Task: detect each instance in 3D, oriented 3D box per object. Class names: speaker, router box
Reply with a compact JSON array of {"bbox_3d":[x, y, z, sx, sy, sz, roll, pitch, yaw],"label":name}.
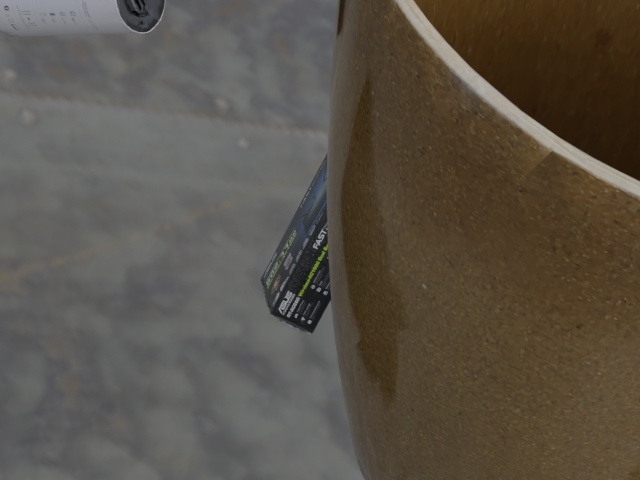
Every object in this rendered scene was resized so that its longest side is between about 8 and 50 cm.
[{"bbox_3d":[-0.180,-0.177,1.328,0.136,0.055,0.055,3,16,37],"label":"speaker"},{"bbox_3d":[0.000,0.000,1.395,0.038,0.122,0.092,26,12,-13],"label":"router box"}]

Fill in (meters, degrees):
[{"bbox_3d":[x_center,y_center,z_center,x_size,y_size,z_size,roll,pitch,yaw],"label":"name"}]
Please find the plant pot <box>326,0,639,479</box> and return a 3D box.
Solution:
[{"bbox_3d":[0.097,-0.003,0.618,0.237,0.254,0.237,9,48,-10],"label":"plant pot"}]
